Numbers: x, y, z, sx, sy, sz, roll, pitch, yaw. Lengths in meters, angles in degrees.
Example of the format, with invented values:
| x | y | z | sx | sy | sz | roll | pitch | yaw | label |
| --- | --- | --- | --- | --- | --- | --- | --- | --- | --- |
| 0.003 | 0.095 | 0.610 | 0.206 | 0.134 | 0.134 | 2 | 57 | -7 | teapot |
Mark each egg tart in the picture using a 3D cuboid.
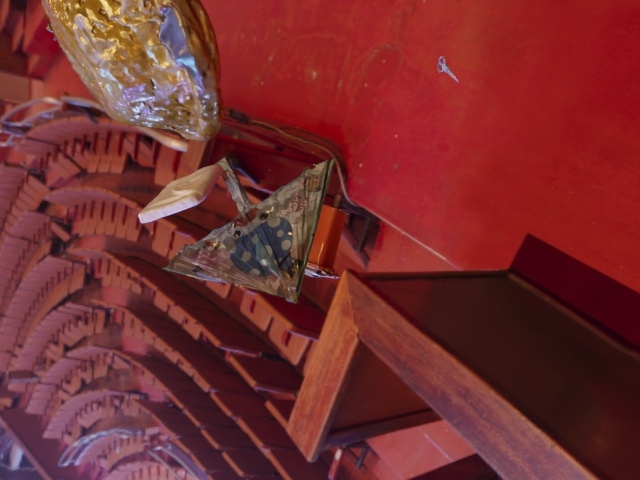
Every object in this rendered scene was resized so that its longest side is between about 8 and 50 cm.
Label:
| x | y | z | sx | sy | sz | roll | pitch | yaw | label |
| --- | --- | --- | --- | --- | --- | --- | --- | --- | --- |
| -0.340 | -0.346 | 0.858 | 0.443 | 0.178 | 0.443 | 43 | 158 | 22 | egg tart |

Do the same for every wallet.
| x | y | z | sx | sy | sz | roll | pitch | yaw | label |
| --- | --- | --- | --- | --- | --- | --- | --- | --- | --- |
| -0.244 | -0.090 | 0.895 | 0.124 | 0.032 | 0.183 | -19 | 24 | 13 | wallet |

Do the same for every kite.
| x | y | z | sx | sy | sz | roll | pitch | yaw | label |
| --- | --- | --- | --- | --- | --- | --- | --- | --- | --- |
| -0.130 | -0.029 | 0.962 | 0.406 | 0.014 | 0.368 | -33 | 62 | 3 | kite |

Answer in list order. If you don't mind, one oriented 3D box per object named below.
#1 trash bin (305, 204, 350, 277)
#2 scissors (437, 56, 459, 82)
| x | y | z | sx | sy | sz | roll | pitch | yaw | label |
| --- | --- | --- | --- | --- | --- | --- | --- | --- | --- |
| 0.000 | 0.000 | 1.652 | 0.184 | 0.161 | 0.238 | 22 | 91 | 21 | trash bin |
| 0.286 | -0.377 | 1.117 | 0.036 | 0.006 | 0.083 | 97 | 150 | -51 | scissors |
